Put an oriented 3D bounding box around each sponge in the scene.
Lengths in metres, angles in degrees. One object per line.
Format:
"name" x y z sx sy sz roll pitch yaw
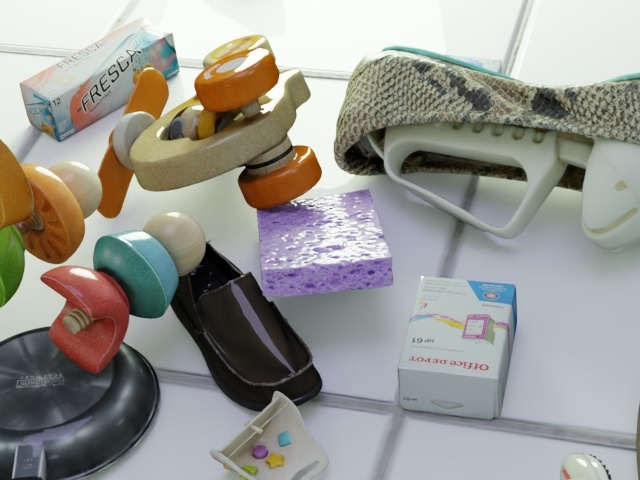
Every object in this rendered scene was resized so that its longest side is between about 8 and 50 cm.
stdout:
"sponge" 0.000 0.000 1.332 0.117 0.031 0.210 -6 19 -2

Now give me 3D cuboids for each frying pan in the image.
"frying pan" -0.263 0.177 1.203 0.197 0.053 0.326 9 39 19

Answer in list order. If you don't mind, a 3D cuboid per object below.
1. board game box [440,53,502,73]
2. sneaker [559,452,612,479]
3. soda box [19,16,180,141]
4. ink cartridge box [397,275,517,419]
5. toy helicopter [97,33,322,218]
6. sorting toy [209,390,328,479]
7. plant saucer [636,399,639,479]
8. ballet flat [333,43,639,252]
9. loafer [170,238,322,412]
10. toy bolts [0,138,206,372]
"board game box" 0.150 -0.175 1.587 0.090 0.020 0.090 8 42 15
"sneaker" 0.186 0.225 1.069 0.075 0.057 0.161 -2 42 -3
"soda box" -0.251 -0.186 1.627 0.063 0.058 0.183 29 52 36
"ink cartridge box" 0.121 0.092 1.243 0.088 0.052 0.122 5 42 13
"toy helicopter" -0.120 -0.137 1.510 0.235 0.140 0.355 -19 23 14
"sorting toy" -0.036 0.179 1.172 0.075 0.045 0.083 31 52 27
"plant saucer" 0.325 0.122 1.037 0.041 0.278 0.278 16 35 -18
"ballet flat" 0.226 -0.079 1.376 0.482 0.164 0.182 10 66 30
"loafer" -0.078 0.073 1.272 0.080 0.078 0.220 -27 44 -23
"toy bolts" -0.214 -0.024 1.256 0.228 0.218 0.158 36 54 21
